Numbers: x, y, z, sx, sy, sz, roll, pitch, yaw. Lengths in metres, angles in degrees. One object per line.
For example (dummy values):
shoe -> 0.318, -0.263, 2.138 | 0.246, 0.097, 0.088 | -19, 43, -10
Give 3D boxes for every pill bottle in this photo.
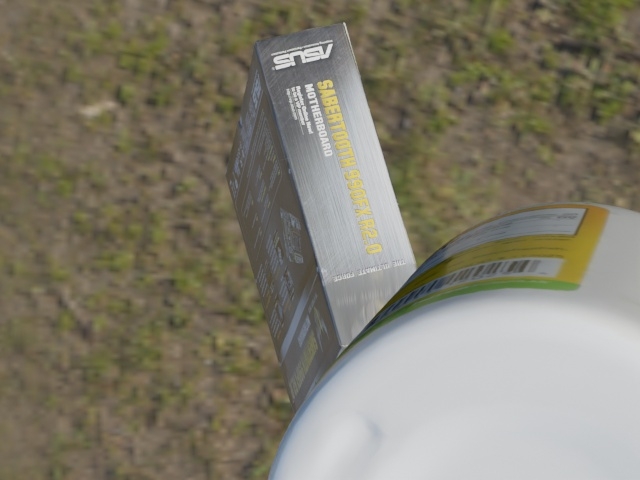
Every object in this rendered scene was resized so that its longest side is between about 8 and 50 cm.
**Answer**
pill bottle -> 0.073, 0.062, 0.608 | 0.136, 0.245, 0.136 | 2, 100, 12

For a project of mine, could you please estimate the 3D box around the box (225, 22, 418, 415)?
box -> 0.000, 0.000, 1.187 | 0.056, 0.231, 0.183 | -14, 74, -11
